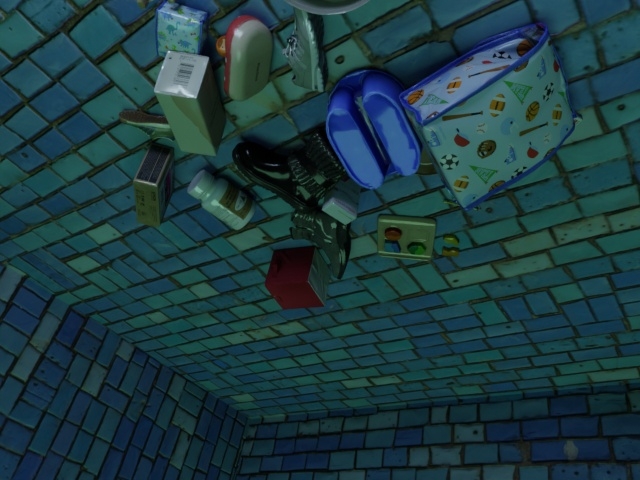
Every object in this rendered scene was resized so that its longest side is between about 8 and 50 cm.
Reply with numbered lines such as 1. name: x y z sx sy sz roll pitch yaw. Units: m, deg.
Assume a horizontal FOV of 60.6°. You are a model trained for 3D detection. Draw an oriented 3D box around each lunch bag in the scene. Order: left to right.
1. lunch bag: -0.380 -0.559 1.500 0.129 0.096 0.151 16 132 -4
2. lunch bag: 0.453 -0.328 1.432 0.386 0.238 0.328 -31 127 10

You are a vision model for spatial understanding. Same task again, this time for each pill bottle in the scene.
1. pill bottle: -0.357 -0.150 1.977 0.229 0.131 0.131 36 136 -27

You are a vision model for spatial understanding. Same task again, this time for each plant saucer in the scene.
1. plant saucer: 0.325 -0.283 1.693 0.199 0.036 0.198 8 143 6

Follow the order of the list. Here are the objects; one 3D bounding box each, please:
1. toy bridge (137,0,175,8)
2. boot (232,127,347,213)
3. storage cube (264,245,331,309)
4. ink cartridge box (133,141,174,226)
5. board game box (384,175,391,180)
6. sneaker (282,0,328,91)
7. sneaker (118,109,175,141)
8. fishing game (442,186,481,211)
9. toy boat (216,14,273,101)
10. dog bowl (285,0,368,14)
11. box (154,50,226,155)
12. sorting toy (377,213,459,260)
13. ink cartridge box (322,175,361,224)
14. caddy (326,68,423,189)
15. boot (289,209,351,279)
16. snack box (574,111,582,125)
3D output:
1. toy bridge: -0.381 -0.642 1.421 0.188 0.063 0.026 -3 139 18
2. boot: -0.087 -0.267 1.752 0.348 0.131 0.260 33 132 -10
3. storage cube: -0.088 0.155 2.241 0.193 0.183 0.215 -7 138 22
4. ink cartridge box: -0.584 -0.194 1.936 0.088 0.193 0.234 13 143 -4
5. board game box: 0.161 -0.253 1.783 0.133 0.033 0.169 -27 132 33
6. sneaker: -0.052 -0.513 1.456 0.115 0.105 0.281 5 142 11
7. sneaker: -0.567 -0.371 1.812 0.192 0.064 0.086 8 137 1
8. fishing game: 0.493 -0.187 1.763 0.189 0.041 0.264 15 142 -7
9. toy boat: -0.225 -0.511 1.506 0.151 0.151 0.231 38 145 15
10. dog bowl: 0.009 -0.691 1.218 0.349 0.102 0.348 8 142 7
11. box: -0.372 -0.390 1.606 0.121 0.147 0.311 10 161 3
12. sorting toy: 0.364 0.002 2.035 0.308 0.041 0.229 5 142 10
13. ink cartridge box: 0.072 -0.144 1.844 0.109 0.150 0.063 31 139 -24
14. caddy: 0.158 -0.318 1.579 0.241 0.179 0.341 -19 120 23
15. boot: 0.000 0.000 2.098 0.223 0.118 0.338 8 131 10
16. snack box: 0.663 -0.306 1.578 0.064 0.022 0.178 22 141 -13
